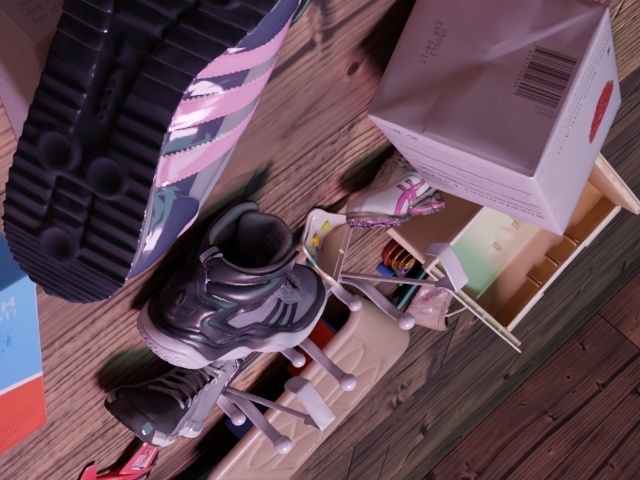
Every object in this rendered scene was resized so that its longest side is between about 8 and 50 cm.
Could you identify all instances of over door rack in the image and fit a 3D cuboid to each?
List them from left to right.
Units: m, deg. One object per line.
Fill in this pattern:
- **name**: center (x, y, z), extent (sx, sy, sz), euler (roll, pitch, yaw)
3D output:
- **over door rack**: center (0.022, 0.131, 1.300), extent (0.239, 0.108, 0.324), euler (-43, -170, -21)

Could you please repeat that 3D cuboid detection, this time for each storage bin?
- **storage bin**: center (0.270, -0.020, 1.521), extent (0.262, 0.123, 0.260), euler (-49, 128, 2)

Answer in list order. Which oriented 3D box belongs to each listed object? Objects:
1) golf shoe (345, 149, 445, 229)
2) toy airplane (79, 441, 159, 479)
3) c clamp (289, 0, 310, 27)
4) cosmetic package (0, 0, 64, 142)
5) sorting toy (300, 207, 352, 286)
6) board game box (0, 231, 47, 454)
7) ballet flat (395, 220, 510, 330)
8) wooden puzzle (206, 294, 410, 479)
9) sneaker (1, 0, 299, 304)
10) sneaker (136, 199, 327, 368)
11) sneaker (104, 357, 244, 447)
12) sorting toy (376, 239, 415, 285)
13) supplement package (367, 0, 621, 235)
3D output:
- **golf shoe**: center (0.081, -0.061, 1.309), extent (0.186, 0.067, 0.086), euler (-22, 105, -57)
- **toy airplane**: center (-0.247, 0.286, 1.345), extent (0.151, 0.028, 0.151), euler (-41, 158, -20)
- **c clamp**: center (-0.047, -0.198, 0.846), extent (0.137, 0.022, 0.161), euler (-45, 160, -22)
- **cosmetic package**: center (-0.141, -0.107, 0.726), extent (0.117, 0.085, 0.231), euler (-40, 161, -19)
- **sorting toy**: center (0.000, 0.000, 1.282), extent (0.075, 0.045, 0.083), euler (45, 57, -56)
- **board game box**: center (-0.349, 0.147, 0.811), extent (0.316, 0.064, 0.242), euler (-35, 158, -29)
- **ballet flat**: center (0.224, 0.016, 1.672), extent (0.316, 0.106, 0.107), euler (-61, 179, 38)
- **wooden puzzle**: center (-0.022, 0.231, 1.647), extent (0.348, 0.080, 0.322), euler (-53, 161, 2)
- **sneaker**: center (-0.072, -0.116, 0.617), extent (0.319, 0.112, 0.131), euler (-56, 175, 27)
- **sneaker**: center (-0.056, 0.037, 1.148), extent (0.268, 0.101, 0.153), euler (-13, 144, -53)
- **sneaker**: center (-0.148, 0.147, 1.224), extent (0.132, 0.086, 0.228), euler (-52, 171, 0)
- **sorting toy**: center (0.114, 0.033, 1.584), extent (0.061, 0.042, 0.102), euler (-46, 161, -2)
- **supplement package**: center (0.191, -0.137, 1.157), extent (0.177, 0.175, 0.293), euler (-66, 161, -2)
